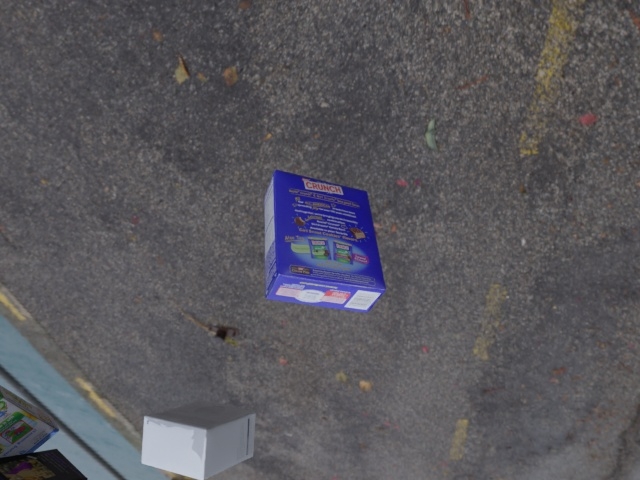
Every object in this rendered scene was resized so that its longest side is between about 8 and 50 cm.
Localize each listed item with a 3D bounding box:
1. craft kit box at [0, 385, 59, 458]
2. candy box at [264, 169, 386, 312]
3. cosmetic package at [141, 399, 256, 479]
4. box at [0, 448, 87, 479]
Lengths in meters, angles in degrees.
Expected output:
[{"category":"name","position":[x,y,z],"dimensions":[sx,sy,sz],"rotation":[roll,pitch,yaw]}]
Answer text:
[{"category":"craft kit box","position":[-0.721,0.420,1.034],"dimensions":[0.061,0.250,0.247],"rotation":[37,157,32]},{"category":"candy box","position":[0.000,0.000,1.248],"dimensions":[0.268,0.317,0.122],"rotation":[11,141,-20]},{"category":"cosmetic package","position":[-0.340,0.555,1.432],"dimensions":[0.224,0.138,0.224],"rotation":[0,174,28]},{"category":"box","position":[-0.646,0.544,1.016],"dimensions":[0.143,0.165,0.270],"rotation":[16,178,35]}]
